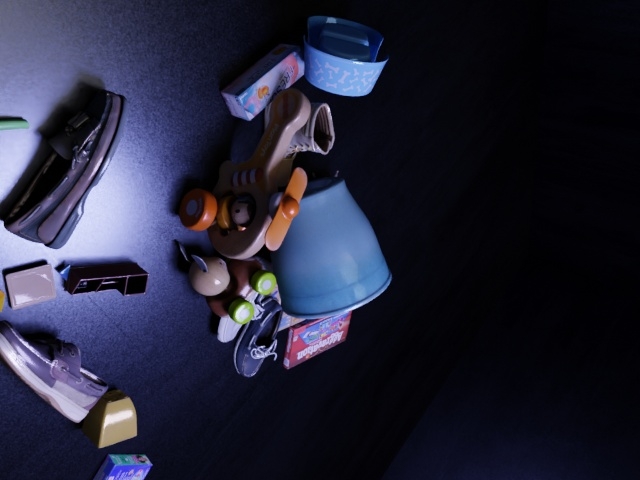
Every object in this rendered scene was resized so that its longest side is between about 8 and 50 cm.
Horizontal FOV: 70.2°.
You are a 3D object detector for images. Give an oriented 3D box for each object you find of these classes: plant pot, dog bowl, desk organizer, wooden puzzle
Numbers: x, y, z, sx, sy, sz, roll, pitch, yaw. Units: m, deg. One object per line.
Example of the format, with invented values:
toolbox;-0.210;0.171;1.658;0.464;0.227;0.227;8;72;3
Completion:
plant pot;-0.429;0.357;0.937;0.081;0.081;0.083;2;99;-51
dog bowl;0.044;-0.381;0.934;0.297;0.165;0.074;-87;-171;-51
desk organizer;-0.388;0.075;0.836;0.130;0.050;0.047;-3;113;-50
plant pot;0.000;0.000;1.044;0.271;0.271;0.255;-31;111;-37
wooden puzzle;-0.480;0.076;0.756;0.116;0.014;0.079;-11;123;-47

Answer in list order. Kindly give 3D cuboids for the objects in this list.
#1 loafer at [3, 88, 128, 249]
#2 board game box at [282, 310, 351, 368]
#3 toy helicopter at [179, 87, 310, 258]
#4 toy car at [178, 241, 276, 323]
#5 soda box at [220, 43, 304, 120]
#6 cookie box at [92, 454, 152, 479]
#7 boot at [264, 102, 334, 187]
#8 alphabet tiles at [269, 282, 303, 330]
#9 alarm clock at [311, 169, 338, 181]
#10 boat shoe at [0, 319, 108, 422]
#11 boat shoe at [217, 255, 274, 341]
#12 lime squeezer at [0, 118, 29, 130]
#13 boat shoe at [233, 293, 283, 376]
loafer;-0.385;-0.114;0.694;0.084;0.096;0.268;23;94;-48
board game box;-0.002;0.301;1.469;0.281;0.027;0.145;-14;123;-46
toy helicopter;-0.108;-0.127;0.893;0.140;0.235;0.355;20;98;-53
toy car;-0.219;0.065;0.970;0.149;0.155;0.188;-53;130;-14
soda box;-0.111;-0.324;0.924;0.183;0.063;0.058;-48;141;-21
cookie box;-0.457;0.541;1.042;0.092;0.040;0.107;-59;144;-6
boot;-0.050;-0.201;0.986;0.077;0.165;0.213;-20;124;-43
alphabet tiles;-0.025;0.116;1.299;0.342;0.011;0.285;-17;130;-38
alarm clock;0.003;-0.086;1.207;0.129;0.064;0.192;-30;132;-35
boat shoe;-0.465;0.216;0.792;0.092;0.102;0.285;-46;144;-30
boat shoe;-0.173;0.152;1.104;0.228;0.081;0.079;-65;170;0
lime squeezer;-0.524;-0.088;0.566;0.310;0.058;0.110;-49;141;-21
boat shoe;-0.156;0.263;1.199;0.095;0.079;0.255;3;114;-49
